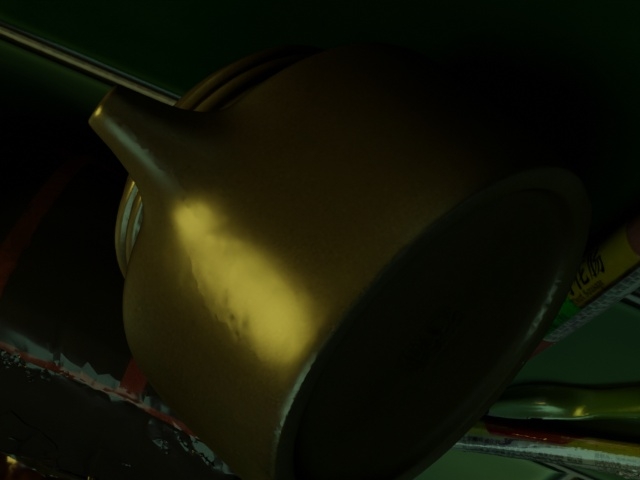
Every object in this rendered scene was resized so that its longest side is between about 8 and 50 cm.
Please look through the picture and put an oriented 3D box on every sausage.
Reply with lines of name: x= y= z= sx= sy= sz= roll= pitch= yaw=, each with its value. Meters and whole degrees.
sausage: x=0.136 y=0.021 z=0.577 sx=0.029 sy=0.029 sz=0.223 roll=26 pitch=148 yaw=-8

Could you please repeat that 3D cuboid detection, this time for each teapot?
teapot: x=0.000 y=0.000 z=0.511 sx=0.175 sy=0.185 sz=0.268 roll=43 pitch=-174 yaw=30

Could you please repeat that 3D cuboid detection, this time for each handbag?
handbag: x=-0.115 y=0.041 z=0.629 sx=0.215 sy=0.169 sz=0.155 roll=23 pitch=135 yaw=1

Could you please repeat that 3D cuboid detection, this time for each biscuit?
biscuit: x=0.189 y=0.134 z=0.713 sx=0.292 sy=0.026 sz=0.048 roll=4 pitch=168 yaw=25

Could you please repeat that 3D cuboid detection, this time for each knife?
knife: x=0.168 y=0.095 z=0.678 sx=0.184 sy=0.022 sz=0.026 roll=-9 pitch=164 yaw=40

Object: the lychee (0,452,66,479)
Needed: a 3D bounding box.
lychee: x=-0.214 y=0.185 z=0.793 sx=0.306 sy=0.306 sz=0.330 roll=-20 pitch=103 yaw=48
